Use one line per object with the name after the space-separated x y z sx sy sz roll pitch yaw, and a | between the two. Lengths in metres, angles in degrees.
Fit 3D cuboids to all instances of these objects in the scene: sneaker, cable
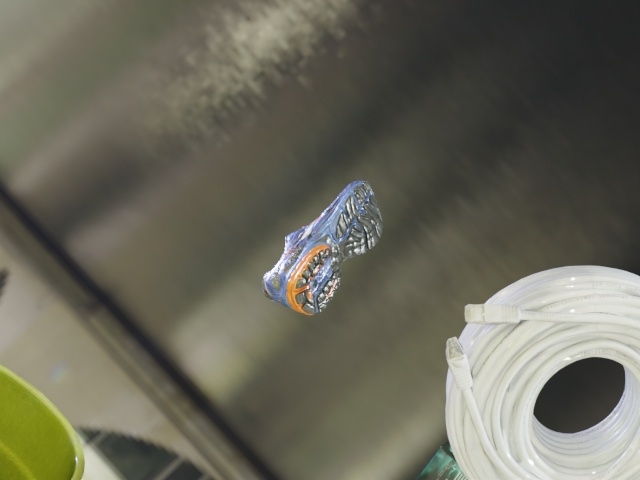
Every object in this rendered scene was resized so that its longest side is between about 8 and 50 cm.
0.000 0.000 1.998 0.087 0.221 0.083 4 129 38 | sneaker
0.242 0.150 1.518 0.089 0.257 0.257 -109 12 -70 | cable

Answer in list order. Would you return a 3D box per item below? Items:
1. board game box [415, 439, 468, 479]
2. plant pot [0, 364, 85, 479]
0.164 0.357 2.093 0.126 0.026 0.186 43 130 13 | board game box
-0.465 0.308 1.592 0.366 0.353 0.366 23 -165 -6 | plant pot
